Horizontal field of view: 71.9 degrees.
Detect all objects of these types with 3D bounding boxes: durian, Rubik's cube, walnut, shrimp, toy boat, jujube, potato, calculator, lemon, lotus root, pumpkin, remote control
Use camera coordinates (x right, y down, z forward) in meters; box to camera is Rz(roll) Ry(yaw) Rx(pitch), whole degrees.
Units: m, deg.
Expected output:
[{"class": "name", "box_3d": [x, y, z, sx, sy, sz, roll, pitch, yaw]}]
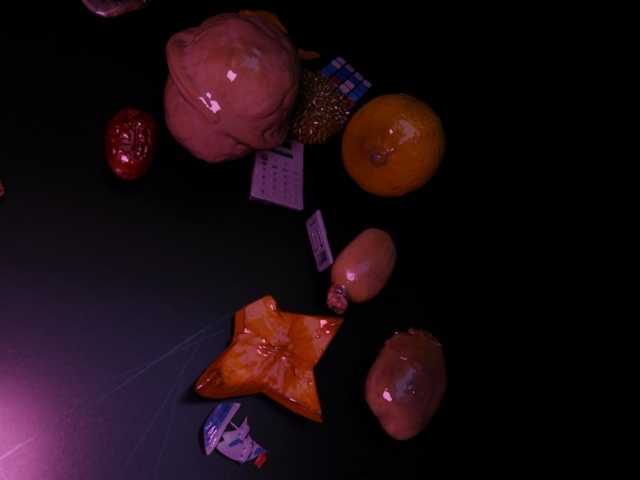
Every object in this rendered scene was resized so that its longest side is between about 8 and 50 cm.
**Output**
[{"class": "durian", "box_3d": [-0.040, -0.396, 1.302, 0.237, 0.200, 0.176, 42, 25, 4]}, {"class": "Rubik's cube", "box_3d": [0.047, -0.474, 1.442, 0.154, 0.155, 0.151, 42, 48, -4]}, {"class": "walnut", "box_3d": [-0.214, -0.375, 1.092, 0.382, 0.381, 0.380, 15, 56, -24]}, {"class": "shrimp", "box_3d": [-0.599, -0.711, 1.270, 0.148, 0.035, 0.195, 47, 51, 4]}, {"class": "toy boat", "box_3d": [-0.177, 0.399, 0.876, 0.105, 0.034, 0.149, -26, 91, -42]}, {"class": "jujube", "box_3d": [-0.440, -0.226, 1.029, 0.113, 0.109, 0.176, -4, 63, 5]}, {"class": "potato", "box_3d": [0.218, 0.333, 1.079, 0.192, 0.141, 0.296, 43, 47, -6]}, {"class": "calculator", "box_3d": [-0.120, -0.208, 1.269, 0.161, 0.021, 0.261, 14, 57, -25]}, {"class": "lemon", "box_3d": [0.220, -0.288, 1.346, 0.336, 0.336, 0.335, 15, 56, -24]}, {"class": "lotus root", "box_3d": [0.121, 0.066, 1.180, 0.146, 0.131, 0.303, 43, 50, -1]}, {"class": "pumpkin", "box_3d": [-0.144, -0.607, 1.327, 0.139, 0.281, 0.189, -26, 114, -48]}, {"class": "remote control", "box_3d": [0.000, 0.000, 1.193, 0.029, 0.061, 0.162, 0, 64, -34]}, {"class": "pumpkin", "box_3d": [-0.100, 0.244, 0.964, 0.291, 0.095, 0.258, 22, 55, -16]}]

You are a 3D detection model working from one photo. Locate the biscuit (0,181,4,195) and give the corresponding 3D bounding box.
[{"class": "biscuit", "box_3d": [-0.746, -0.103, 0.822, 0.237, 0.026, 0.131, -28, 78, -39]}]
